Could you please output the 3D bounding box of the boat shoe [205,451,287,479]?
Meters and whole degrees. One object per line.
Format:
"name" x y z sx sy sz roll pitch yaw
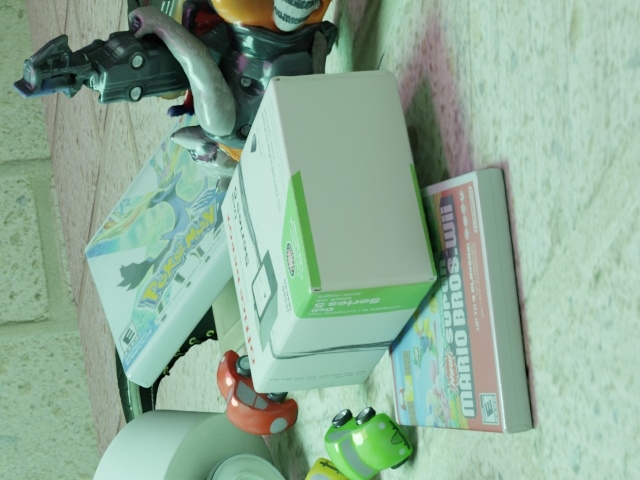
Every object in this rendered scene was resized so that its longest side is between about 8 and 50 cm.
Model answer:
"boat shoe" -0.042 0.395 1.951 0.156 0.136 0.367 118 141 -65

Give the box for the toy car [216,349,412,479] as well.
"toy car" 0.004 0.203 1.727 0.239 0.053 0.225 53 150 -12

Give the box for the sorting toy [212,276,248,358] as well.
"sorting toy" -0.082 0.028 2.094 0.196 0.047 0.347 129 136 -53

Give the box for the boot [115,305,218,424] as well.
"boot" -0.160 0.128 2.201 0.085 0.178 0.236 162 104 -74

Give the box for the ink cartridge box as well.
"ink cartridge box" 0.000 0.000 1.588 0.273 0.115 0.198 118 144 -64

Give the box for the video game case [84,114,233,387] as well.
"video game case" -0.144 -0.039 2.026 0.329 0.036 0.300 -54 30 14

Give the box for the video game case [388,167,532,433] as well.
"video game case" 0.104 0.056 1.496 0.285 0.025 0.204 163 101 -75

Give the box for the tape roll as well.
"tape roll" -0.157 0.340 2.111 0.286 0.100 0.286 1 -92 -60

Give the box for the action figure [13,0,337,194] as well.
"action figure" -0.090 -0.175 1.613 0.178 0.341 0.330 50 147 35

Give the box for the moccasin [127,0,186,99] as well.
"moccasin" -0.130 -0.300 2.033 0.380 0.147 0.139 111 144 -46
